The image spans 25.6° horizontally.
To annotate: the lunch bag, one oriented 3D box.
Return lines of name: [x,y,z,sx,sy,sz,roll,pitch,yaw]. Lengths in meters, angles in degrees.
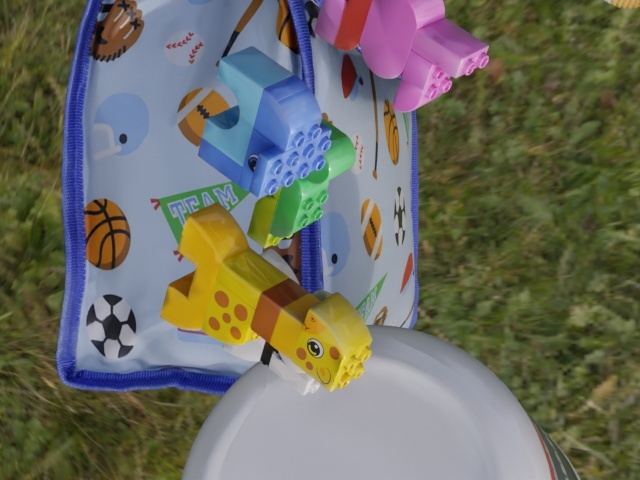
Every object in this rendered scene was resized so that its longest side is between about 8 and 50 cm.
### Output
lunch bag: [-0.040,-0.093,1.099,0.239,0.328,0.385,1,93,15]

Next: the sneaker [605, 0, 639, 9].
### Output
sneaker: [0.287,-0.352,1.236,0.131,0.112,0.296,28,74,8]

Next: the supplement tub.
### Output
supplement tub: [0.051,0.165,0.790,0.191,0.272,0.191,-5,72,16]

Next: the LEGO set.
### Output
LEGO set: [0.000,0.000,0.582,0.093,0.227,0.087,37,42,22]
